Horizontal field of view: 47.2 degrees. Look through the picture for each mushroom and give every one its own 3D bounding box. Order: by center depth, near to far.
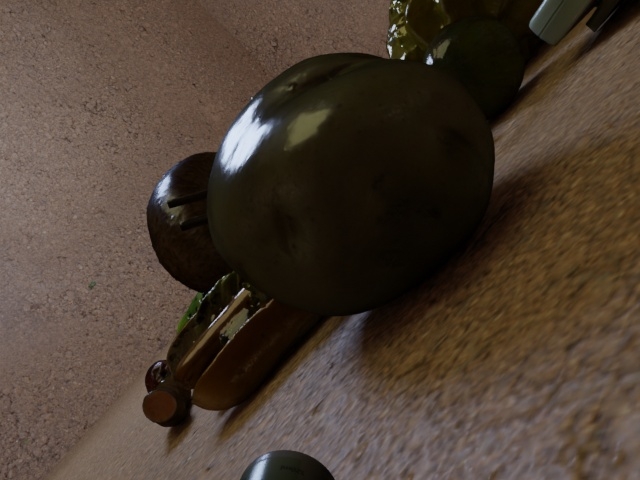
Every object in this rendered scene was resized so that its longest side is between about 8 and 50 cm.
[{"bbox_3d":[-0.124,-0.046,1.270,0.331,0.334,0.356,-51,-2,-38],"label":"mushroom"}]

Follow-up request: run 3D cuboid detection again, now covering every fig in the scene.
[{"bbox_3d":[0.165,-0.207,0.948,0.245,0.149,0.149,-29,-8,-46],"label":"fig"}]

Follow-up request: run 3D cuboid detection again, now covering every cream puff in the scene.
[{"bbox_3d":[0.237,-0.356,1.220,0.324,0.291,0.257,-5,69,60],"label":"cream puff"}]

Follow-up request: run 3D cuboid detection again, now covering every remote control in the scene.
[{"bbox_3d":[0.376,-0.364,0.902,0.344,0.050,0.145,-44,-9,-33],"label":"remote control"}]

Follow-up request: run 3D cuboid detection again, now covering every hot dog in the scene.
[{"bbox_3d":[-0.049,0.051,0.876,0.337,0.100,0.135,-46,35,-10],"label":"hot dog"}]

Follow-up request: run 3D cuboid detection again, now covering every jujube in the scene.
[{"bbox_3d":[-0.307,0.275,1.430,0.077,0.077,0.129,-48,1,-24],"label":"jujube"}]

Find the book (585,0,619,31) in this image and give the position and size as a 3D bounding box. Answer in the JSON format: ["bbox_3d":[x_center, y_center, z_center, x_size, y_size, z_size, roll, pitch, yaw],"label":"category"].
[{"bbox_3d":[0.410,-0.378,0.770,0.228,0.018,0.322,-47,-8,-14],"label":"book"}]

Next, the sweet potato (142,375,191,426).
[{"bbox_3d":[-0.235,0.251,1.155,0.059,0.067,0.281,-9,-4,-7],"label":"sweet potato"}]

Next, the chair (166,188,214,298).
[{"bbox_3d":[-0.039,-0.033,1.062,0.319,0.186,0.160,-21,-11,-7],"label":"chair"}]

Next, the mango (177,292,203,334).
[{"bbox_3d":[-0.211,0.147,1.453,0.233,0.111,0.125,-39,2,33],"label":"mango"}]

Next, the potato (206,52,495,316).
[{"bbox_3d":[0.014,-0.051,0.679,0.243,0.221,0.326,-56,20,-11],"label":"potato"}]

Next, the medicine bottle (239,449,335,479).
[{"bbox_3d":[-0.031,0.165,0.303,0.057,0.057,0.199,-44,6,19],"label":"medicine bottle"}]
